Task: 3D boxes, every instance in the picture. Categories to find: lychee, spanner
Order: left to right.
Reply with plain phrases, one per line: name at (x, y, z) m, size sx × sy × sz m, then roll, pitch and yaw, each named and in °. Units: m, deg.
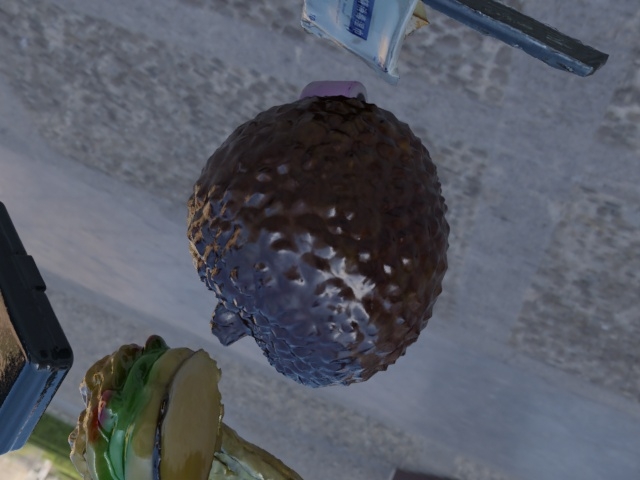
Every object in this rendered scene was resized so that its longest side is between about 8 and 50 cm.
lychee at (0.000, 0.000, 0.855) m, size 0.260 × 0.261 × 0.260 m, roll 23°, pitch 161°, yaw 8°
spanner at (0.074, -0.208, 0.742) m, size 0.325 × 0.093 × 0.026 m, roll 29°, pitch 140°, yaw 9°

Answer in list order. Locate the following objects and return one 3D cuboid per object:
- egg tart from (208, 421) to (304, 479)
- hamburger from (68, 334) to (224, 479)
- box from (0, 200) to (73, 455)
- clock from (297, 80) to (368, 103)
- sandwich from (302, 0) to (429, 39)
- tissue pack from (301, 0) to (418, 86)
egg tart at (-0.175, 0.357, 1.454) m, size 0.388 × 0.169 × 0.388 m, roll 36°, pitch 158°, yaw 17°
hamburger at (-0.223, 0.230, 1.172) m, size 0.148 × 0.237 × 0.237 m, roll 4°, pitch 156°, yaw 15°
box at (-0.333, 0.084, 0.952) m, size 0.050 × 0.160 × 0.230 m, roll 3°, pitch -137°, yaw -45°
clock at (0.014, -0.049, 1.175) m, size 0.090 × 0.248 × 0.227 m, roll 5°, pitch 150°, yaw 30°
sandwich at (0.088, -0.396, 1.682) m, size 0.193 × 0.058 × 0.162 m, roll -10°, pitch 162°, yaw 41°
tissue pack at (0.036, -0.228, 0.897) m, size 0.122 × 0.026 × 0.193 m, roll 33°, pitch 162°, yaw 9°
